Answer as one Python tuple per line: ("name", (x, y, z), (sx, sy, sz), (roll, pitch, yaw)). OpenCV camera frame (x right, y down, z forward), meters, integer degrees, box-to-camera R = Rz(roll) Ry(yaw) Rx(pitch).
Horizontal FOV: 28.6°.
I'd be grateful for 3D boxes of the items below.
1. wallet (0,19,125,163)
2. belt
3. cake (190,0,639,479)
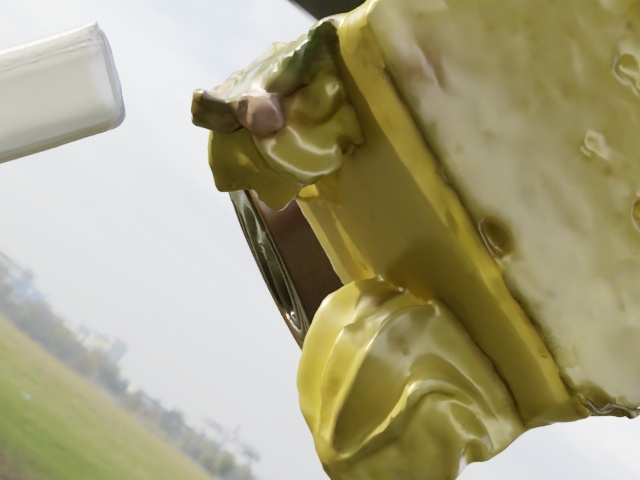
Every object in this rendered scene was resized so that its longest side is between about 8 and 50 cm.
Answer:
("wallet", (-0.255, -0.111, 1.026), (0.033, 0.190, 0.095), (61, 11, -77))
("belt", (0.000, 0.000, 1.256), (0.217, 0.122, 0.339), (60, -8, 25))
("cake", (0.091, -0.028, 0.614), (0.227, 0.286, 0.222), (61, -21, -1))
